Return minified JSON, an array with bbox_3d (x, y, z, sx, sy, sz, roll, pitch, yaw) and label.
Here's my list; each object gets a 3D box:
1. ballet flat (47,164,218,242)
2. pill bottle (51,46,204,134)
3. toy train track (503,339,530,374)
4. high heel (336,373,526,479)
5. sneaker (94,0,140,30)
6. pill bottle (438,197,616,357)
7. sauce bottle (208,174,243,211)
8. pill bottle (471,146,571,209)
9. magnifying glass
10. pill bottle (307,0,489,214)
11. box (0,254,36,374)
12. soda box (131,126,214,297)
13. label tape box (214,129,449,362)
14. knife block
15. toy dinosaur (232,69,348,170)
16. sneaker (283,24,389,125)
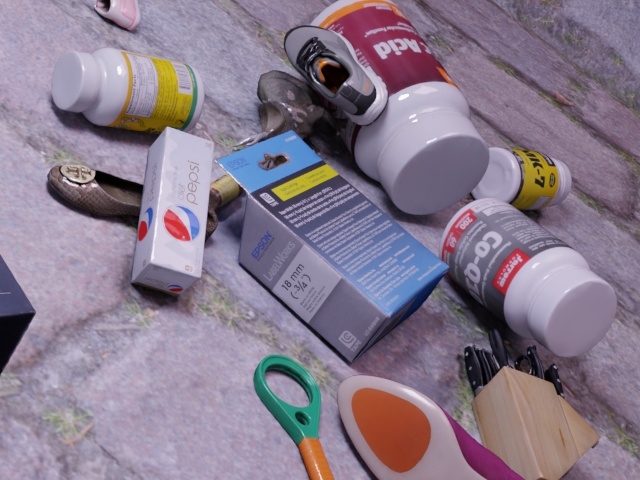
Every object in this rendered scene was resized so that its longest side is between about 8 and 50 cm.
[{"bbox_3d":[-0.251,-0.060,1.625,0.250,0.058,0.084,21,33,-26],"label":"ballet flat"},{"bbox_3d":[-0.288,-0.223,1.763,0.208,0.117,0.117,5,42,-43],"label":"pill bottle"},{"bbox_3d":[0.320,0.191,1.910,0.048,0.014,0.083,7,40,-41],"label":"toy train track"},{"bbox_3d":[0.180,0.312,1.541,0.377,0.127,0.181,42,1,18],"label":"high heel"},{"bbox_3d":[-0.356,-0.423,2.043,0.070,0.051,0.134,19,38,-37],"label":"sneaker"},{"bbox_3d":[0.327,0.058,1.886,0.161,0.161,0.283,13,18,-35],"label":"pill bottle"},{"bbox_3d":[-0.142,-0.077,1.785,0.042,0.042,0.128,39,27,5],"label":"sauce bottle"},{"bbox_3d":[0.397,-0.119,2.331,0.209,0.119,0.119,0,45,-46],"label":"pill bottle"},{"bbox_3d":[-0.023,0.235,1.481,0.092,0.026,0.231,13,35,-35],"label":"magnifying glass"},{"bbox_3d":[0.130,-0.246,2.125,0.224,0.224,0.392,9,39,-39],"label":"pill bottle"},{"bbox_3d":[-0.508,0.028,1.110,0.343,0.179,0.312,-4,47,-49],"label":"box"},{"bbox_3d":[-0.196,-0.039,1.571,0.074,0.069,0.216,18,55,-25],"label":"soda box"},{"bbox_3d":[0.000,0.000,1.755,0.334,0.106,0.241,41,29,11],"label":"label tape box"},{"bbox_3d":[0.272,0.246,1.707,0.242,0.088,0.276,44,31,16],"label":"knife block"},{"bbox_3d":[-0.052,-0.234,2.027,0.160,0.121,0.313,35,31,-30],"label":"toy dinosaur"},{"bbox_3d":[0.012,-0.303,2.023,0.108,0.100,0.271,26,15,-45],"label":"sneaker"}]
